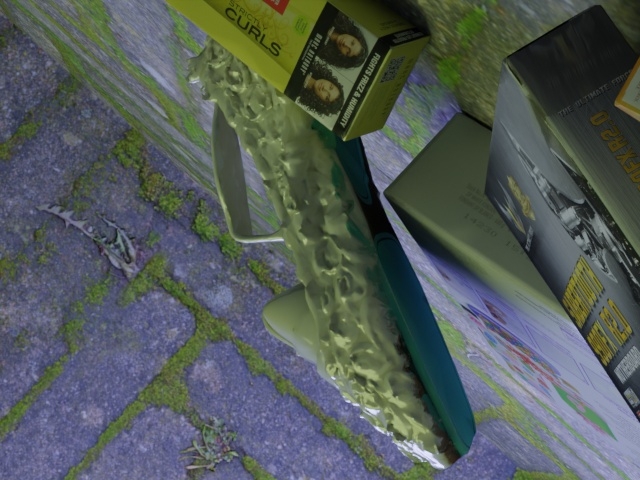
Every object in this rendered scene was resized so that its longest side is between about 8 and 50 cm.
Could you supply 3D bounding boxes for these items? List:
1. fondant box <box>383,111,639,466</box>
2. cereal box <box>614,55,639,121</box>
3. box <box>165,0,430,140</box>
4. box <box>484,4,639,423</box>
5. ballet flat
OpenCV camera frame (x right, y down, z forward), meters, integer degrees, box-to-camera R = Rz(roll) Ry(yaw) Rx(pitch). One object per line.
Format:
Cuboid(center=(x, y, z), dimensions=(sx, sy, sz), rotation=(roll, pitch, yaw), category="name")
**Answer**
Cuboid(center=(0.213, 0.063, 1.174), dimensions=(0.238, 0.096, 0.330), rotation=(37, 170, 37), category="fondant box")
Cuboid(center=(0.250, -0.002, 0.548), dimensions=(0.173, 0.047, 0.240), rotation=(20, -168, -43), category="cereal box")
Cuboid(center=(-0.035, -0.176, 1.061), dimensions=(0.232, 0.087, 0.058), rotation=(41, -147, 19), category="box")
Cuboid(center=(0.159, 0.004, 0.743), dimensions=(0.183, 0.056, 0.231), rotation=(57, 176, 13), category="box")
Cuboid(center=(0.000, 0.000, 1.160), dimensions=(0.147, 0.147, 0.409), rotation=(90, 161, -80), category="ballet flat")
